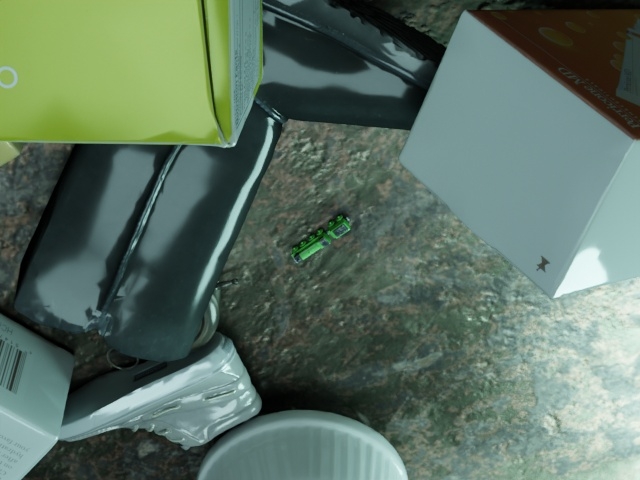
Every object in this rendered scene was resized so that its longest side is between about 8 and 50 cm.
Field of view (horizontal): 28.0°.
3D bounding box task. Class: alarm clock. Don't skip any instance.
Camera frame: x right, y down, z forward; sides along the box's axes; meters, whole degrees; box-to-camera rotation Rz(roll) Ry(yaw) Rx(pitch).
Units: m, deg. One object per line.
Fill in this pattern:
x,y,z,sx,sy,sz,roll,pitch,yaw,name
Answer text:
-0.193,0.091,1.514,0.129,0.064,0.192,30,121,-19,alarm clock

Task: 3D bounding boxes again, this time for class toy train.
0.000,0.000,1.479,0.083,0.023,0.017,-35,117,19,toy train

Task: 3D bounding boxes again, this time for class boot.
-0.077,-0.053,1.335,0.367,0.146,0.445,27,108,-4,boot
-0.202,0.215,1.570,0.258,0.095,0.123,-23,114,12,boot

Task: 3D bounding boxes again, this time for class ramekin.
-0.021,0.350,1.592,0.273,0.127,0.273,-1,123,-2,ramekin

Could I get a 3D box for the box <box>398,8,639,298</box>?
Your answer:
0.284,-0.097,1.217,0.345,0.215,0.168,-10,133,-42,box

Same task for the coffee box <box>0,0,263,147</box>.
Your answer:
-0.221,-0.271,1.016,0.338,0.334,0.338,1,107,1,coffee box

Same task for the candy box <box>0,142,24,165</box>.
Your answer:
-0.490,-0.105,1.358,0.316,0.087,0.183,-27,120,15,candy box

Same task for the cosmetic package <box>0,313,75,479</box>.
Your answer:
-0.523,0.268,1.558,0.230,0.161,0.453,35,116,-22,cosmetic package
